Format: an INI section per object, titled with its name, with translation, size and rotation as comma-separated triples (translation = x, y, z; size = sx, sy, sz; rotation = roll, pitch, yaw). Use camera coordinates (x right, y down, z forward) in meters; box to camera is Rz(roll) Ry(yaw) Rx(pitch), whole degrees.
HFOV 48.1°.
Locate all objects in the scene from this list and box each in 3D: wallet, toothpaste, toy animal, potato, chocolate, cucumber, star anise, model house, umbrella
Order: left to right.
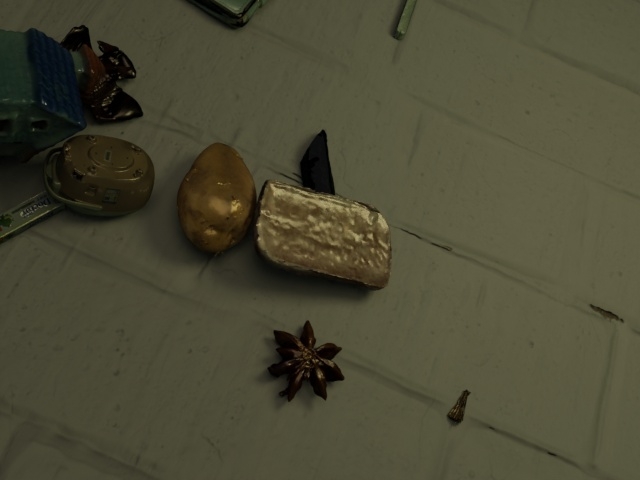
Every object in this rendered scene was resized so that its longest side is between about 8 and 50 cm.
[model house]
translation = -0.556, -0.241, 1.324
size = 0.329, 0.295, 0.252
rotation = -9, 66, -36
[toothpaste]
translation = -0.569, -0.043, 1.359
size = 0.164, 0.034, 0.046
rotation = -34, 82, -25
[toy animal]
translation = -0.476, -0.326, 1.494
size = 0.179, 0.116, 0.219
rotation = -34, 107, 1
[potato]
translation = -0.199, -0.087, 1.425
size = 0.161, 0.128, 0.235
rotation = 29, 57, -8
[wallet]
translation = -0.192, -0.628, 1.701
size = 0.176, 0.075, 0.250
rotation = 33, 63, 5
[star anise]
translation = -0.027, 0.229, 1.368
size = 0.167, 0.057, 0.168
rotation = 5, 66, -12
[cucumber]
translation = -0.006, -0.147, 1.553
size = 0.070, 0.046, 0.220
rotation = -6, 68, -9
[chocolate]
translation = 0.000, 0.000, 1.451
size = 0.303, 0.100, 0.185
rotation = 14, 60, -19
[umbrella]
translation = 0.278, 0.332, 1.426
size = 0.031, 0.020, 0.083
rotation = 9, 56, 33

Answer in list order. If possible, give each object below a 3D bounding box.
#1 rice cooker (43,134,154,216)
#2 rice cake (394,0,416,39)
[rice cooker]
translation = -0.421, -0.127, 1.379
size = 0.206, 0.127, 0.145
rotation = 9, 51, -32
[rice cake]
translation = 0.220, -0.577, 1.811
size = 0.029, 0.033, 0.171
rotation = 19, 64, -2
